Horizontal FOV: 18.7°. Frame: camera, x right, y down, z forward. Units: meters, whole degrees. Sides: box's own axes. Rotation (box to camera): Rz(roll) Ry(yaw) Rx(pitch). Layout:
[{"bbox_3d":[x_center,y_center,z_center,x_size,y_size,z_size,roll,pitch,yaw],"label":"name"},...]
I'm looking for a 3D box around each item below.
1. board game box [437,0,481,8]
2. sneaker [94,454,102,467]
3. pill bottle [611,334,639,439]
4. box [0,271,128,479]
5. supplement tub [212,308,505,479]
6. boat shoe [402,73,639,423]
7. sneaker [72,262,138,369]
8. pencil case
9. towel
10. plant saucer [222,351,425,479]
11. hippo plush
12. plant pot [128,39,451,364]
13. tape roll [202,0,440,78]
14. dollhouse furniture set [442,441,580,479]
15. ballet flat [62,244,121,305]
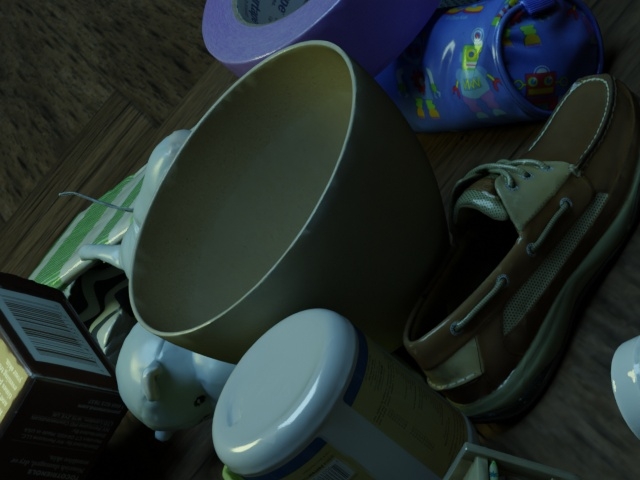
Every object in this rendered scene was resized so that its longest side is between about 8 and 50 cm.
[{"bbox_3d":[0.098,-0.295,2.062,0.275,0.144,0.142,-48,27,5],"label":"board game box"},{"bbox_3d":[-0.336,0.271,2.100,0.300,0.111,0.121,-26,51,45],"label":"sneaker"},{"bbox_3d":[0.298,0.067,1.270,0.215,0.117,0.117,-29,33,38],"label":"pill bottle"},{"bbox_3d":[-0.361,0.240,1.962,0.381,0.143,0.191,-56,46,16],"label":"box"},{"bbox_3d":[0.031,0.161,1.491,0.144,0.199,0.144,-38,28,24],"label":"supplement tub"},{"bbox_3d":[0.168,-0.011,1.590,0.122,0.120,0.324,-12,45,53],"label":"boat shoe"},{"bbox_3d":[-0.205,0.032,2.184,0.153,0.094,0.235,13,76,53],"label":"sneaker"},{"bbox_3d":[0.134,-0.172,1.858,0.119,0.133,0.306,-26,13,-29],"label":"pencil case"},{"bbox_3d":[-0.206,-0.031,2.136,0.325,0.038,0.248,-34,14,33],"label":"towel"},{"bbox_3d":[0.012,0.175,1.687,0.188,0.045,0.188,-50,25,0],"label":"plant saucer"},{"bbox_3d":[-0.118,0.051,1.824,0.294,0.234,0.237,2,57,6],"label":"hippo plush"},{"bbox_3d":[0.000,0.000,1.651,0.284,0.191,0.284,-38,33,30],"label":"plant pot"},{"bbox_3d":[0.010,-0.262,1.910,0.275,0.090,0.275,-34,36,29],"label":"tape roll"},{"bbox_3d":[0.120,0.270,1.367,0.182,0.101,0.161,-88,19,-51],"label":"dollhouse furniture set"},{"bbox_3d":[-0.283,0.077,2.279,0.077,0.091,0.241,-14,43,20],"label":"ballet flat"}]
